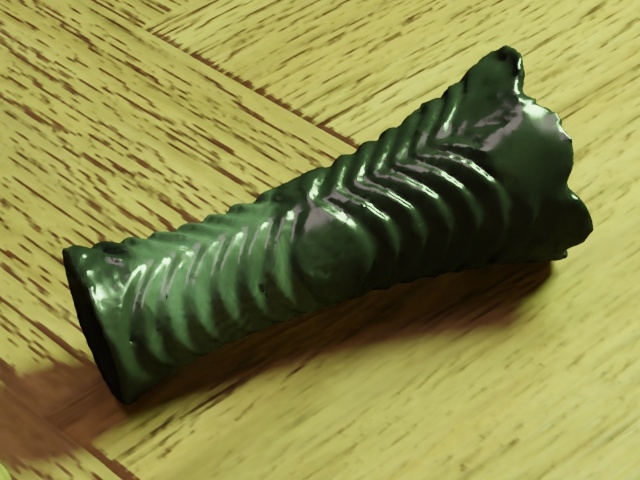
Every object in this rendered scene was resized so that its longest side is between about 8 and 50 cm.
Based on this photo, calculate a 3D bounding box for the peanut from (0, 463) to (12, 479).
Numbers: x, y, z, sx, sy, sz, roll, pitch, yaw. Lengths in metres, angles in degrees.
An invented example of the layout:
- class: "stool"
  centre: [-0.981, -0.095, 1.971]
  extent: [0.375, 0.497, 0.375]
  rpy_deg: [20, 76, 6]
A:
- class: "peanut"
  centre: [-0.221, 0.158, 0.723]
  extent: [0.117, 0.101, 0.263]
  rpy_deg: [38, 47, 11]

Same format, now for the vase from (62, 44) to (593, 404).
- class: "vase"
  centre: [0.000, 0.000, 0.908]
  extent: [0.237, 0.115, 0.115]
  rpy_deg: [-22, 40, -13]
